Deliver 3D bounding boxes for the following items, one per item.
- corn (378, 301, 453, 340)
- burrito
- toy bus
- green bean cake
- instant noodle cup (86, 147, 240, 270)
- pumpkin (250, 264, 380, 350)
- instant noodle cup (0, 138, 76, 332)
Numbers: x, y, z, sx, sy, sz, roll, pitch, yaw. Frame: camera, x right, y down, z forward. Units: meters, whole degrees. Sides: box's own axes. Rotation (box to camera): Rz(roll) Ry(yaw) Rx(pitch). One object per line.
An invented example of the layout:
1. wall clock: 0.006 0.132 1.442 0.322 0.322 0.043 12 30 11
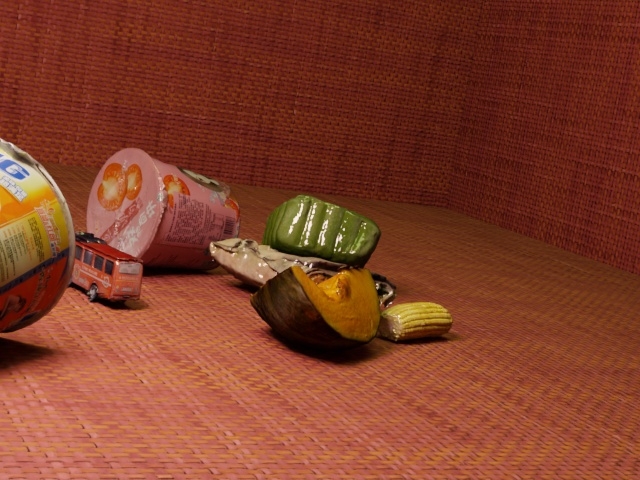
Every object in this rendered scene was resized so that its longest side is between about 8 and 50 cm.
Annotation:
1. corn: 0.169 0.147 2.172 0.085 0.063 0.165 42 26 27
2. burrito: -0.044 0.069 2.304 0.348 0.107 0.175 16 11 26
3. toy bus: -0.387 0.048 2.094 0.073 0.096 0.235 6 10 -38
4. green bean cake: 0.000 0.000 2.505 0.222 0.125 0.248 18 -13 -9
5. instant noodle cup: -0.306 -0.049 2.409 0.231 0.243 0.243 10 6 -45
6. pumpkin: -0.020 0.130 1.972 0.169 0.148 0.312 -28 -16 21
7. instant noodle cup: -0.496 0.023 1.589 0.296 0.296 0.214 11 18 10
